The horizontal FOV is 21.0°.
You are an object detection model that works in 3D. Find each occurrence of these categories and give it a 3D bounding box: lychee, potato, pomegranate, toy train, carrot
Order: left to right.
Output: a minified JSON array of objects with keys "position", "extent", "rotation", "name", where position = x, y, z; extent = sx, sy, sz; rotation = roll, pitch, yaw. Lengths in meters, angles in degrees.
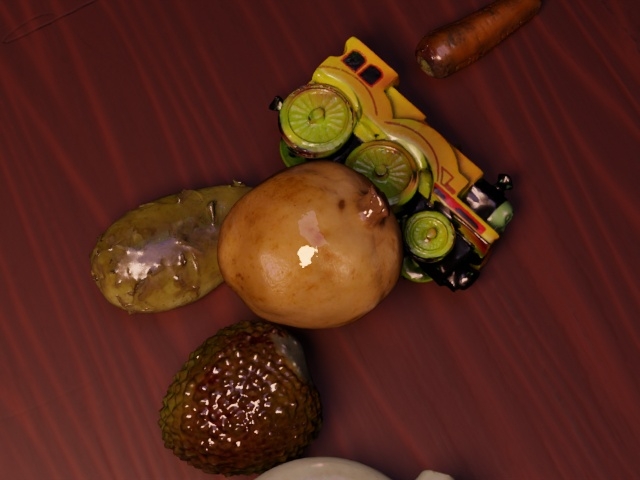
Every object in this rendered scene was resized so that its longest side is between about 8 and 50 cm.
[{"position":[-0.136,0.003,1.823],"extent":[0.225,0.090,0.117],"rotation":[-20,88,-14],"name":"potato"},{"position":[-0.083,0.165,1.739],"extent":[0.171,0.171,0.171],"rotation":[1,70,-3],"name":"lychee"},{"position":[0.000,0.000,1.724],"extent":[0.196,0.196,0.196],"rotation":[1,70,-3],"name":"pomegranate"},{"position":[0.082,-0.079,1.860],"extent":[0.160,0.100,0.296],"rotation":[-42,78,-18],"name":"toy train"},{"position":[0.179,-0.235,1.949],"extent":[0.161,0.055,0.055],"rotation":[-31,75,-20],"name":"carrot"}]

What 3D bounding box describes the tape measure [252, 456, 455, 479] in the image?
[{"position":[0.007,0.332,1.697],"extent":[0.246,0.125,0.243],"rotation":[15,68,0],"name":"tape measure"}]
